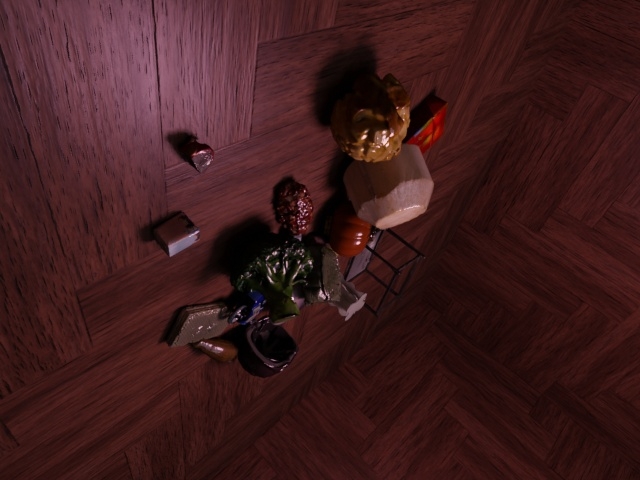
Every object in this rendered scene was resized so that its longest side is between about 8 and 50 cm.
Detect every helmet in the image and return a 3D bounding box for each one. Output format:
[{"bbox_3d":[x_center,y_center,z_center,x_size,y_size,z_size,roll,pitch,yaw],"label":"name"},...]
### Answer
[{"bbox_3d":[-0.240,0.455,1.889,0.177,0.225,0.305,-46,166,22],"label":"helmet"}]

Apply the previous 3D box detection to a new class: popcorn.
[{"bbox_3d":[0.162,-0.362,1.400,0.332,0.225,0.264,18,85,-63],"label":"popcorn"}]

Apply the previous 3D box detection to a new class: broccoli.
[{"bbox_3d":[-0.147,0.118,1.490,0.298,0.297,0.297,-15,163,-5],"label":"broccoli"}]

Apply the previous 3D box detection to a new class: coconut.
[{"bbox_3d":[0.242,-0.210,1.660,0.323,0.323,0.323,-39,154,-23],"label":"coconut"}]

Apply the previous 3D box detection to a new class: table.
[{"bbox_3d":[0.305,0.156,2.334,0.222,0.272,0.335,-28,148,-39],"label":"table"},{"bbox_3d":[0.096,0.252,2.201,0.166,0.198,0.166,-39,154,-23],"label":"table"}]

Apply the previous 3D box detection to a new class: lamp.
[{"bbox_3d":[0.113,-0.045,1.800,0.223,0.197,0.223,-172,-90,-89],"label":"lamp"}]

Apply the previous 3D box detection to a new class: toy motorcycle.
[{"bbox_3d":[-0.230,0.212,1.693,0.315,0.113,0.169,-43,167,-36],"label":"toy motorcycle"}]

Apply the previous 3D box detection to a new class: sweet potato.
[{"bbox_3d":[-0.384,0.409,1.726,0.112,0.085,0.286,-8,161,17],"label":"sweet potato"}]

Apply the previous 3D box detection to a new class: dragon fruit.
[{"bbox_3d":[-0.280,-0.200,1.062,0.060,0.056,0.083,-43,160,-10],"label":"dragon fruit"}]

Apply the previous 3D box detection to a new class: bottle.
[{"bbox_3d":[0.000,0.000,1.843,0.140,0.053,0.053,-6,131,-58],"label":"bottle"}]

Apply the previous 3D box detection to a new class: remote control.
[{"bbox_3d":[-0.110,0.234,1.884,0.221,0.103,0.332,-55,170,12],"label":"remote control"}]

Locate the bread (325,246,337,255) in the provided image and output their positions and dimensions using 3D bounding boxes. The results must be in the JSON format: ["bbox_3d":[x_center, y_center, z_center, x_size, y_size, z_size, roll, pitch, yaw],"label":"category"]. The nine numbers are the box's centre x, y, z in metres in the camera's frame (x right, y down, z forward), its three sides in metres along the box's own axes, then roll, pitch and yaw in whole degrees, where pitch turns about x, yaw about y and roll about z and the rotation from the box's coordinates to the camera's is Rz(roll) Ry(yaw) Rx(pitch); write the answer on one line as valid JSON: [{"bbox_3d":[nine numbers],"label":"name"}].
[{"bbox_3d":[0.024,0.066,1.972,0.156,0.064,0.117,-48,161,-7],"label":"bread"}]

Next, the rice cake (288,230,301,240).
[{"bbox_3d":[-0.098,0.031,1.680,0.040,0.085,0.226,-3,138,-12],"label":"rice cake"}]

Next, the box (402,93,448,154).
[{"bbox_3d":[0.373,-0.407,1.859,0.313,0.089,0.197,-45,155,-13],"label":"box"}]

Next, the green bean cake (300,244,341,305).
[{"bbox_3d":[-0.001,0.139,1.781,0.227,0.125,0.222,26,60,-69],"label":"green bean cake"}]

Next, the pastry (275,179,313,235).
[{"bbox_3d":[-0.080,-0.105,1.506,0.115,0.097,0.208,-49,157,-28],"label":"pastry"}]

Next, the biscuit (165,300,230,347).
[{"bbox_3d":[-0.393,0.280,1.569,0.150,0.052,0.252,-57,157,16],"label":"biscuit"}]

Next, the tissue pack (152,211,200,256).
[{"bbox_3d":[-0.362,-0.014,1.168,0.094,0.074,0.058,-36,160,-32],"label":"tissue pack"}]
